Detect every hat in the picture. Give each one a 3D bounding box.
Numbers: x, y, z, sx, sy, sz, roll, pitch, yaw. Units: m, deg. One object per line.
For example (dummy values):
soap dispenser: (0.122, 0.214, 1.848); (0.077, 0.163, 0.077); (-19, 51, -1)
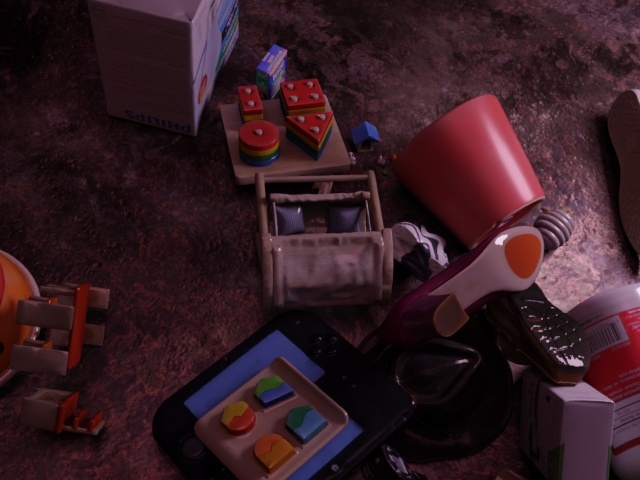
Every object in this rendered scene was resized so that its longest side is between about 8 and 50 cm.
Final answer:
hat: (0.221, 0.254, 1.485); (0.331, 0.134, 0.332); (2, 58, -4)

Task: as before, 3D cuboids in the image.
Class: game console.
game console: (-0.074, 0.314, 1.403); (0.386, 0.060, 0.342); (-36, 48, -22)

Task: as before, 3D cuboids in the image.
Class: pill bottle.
pill bottle: (0.614, 0.303, 1.437); (0.228, 0.229, 0.408); (-9, 61, -10)

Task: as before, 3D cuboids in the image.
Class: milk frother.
milk frother: (0.108, 0.443, 1.388); (0.134, 0.129, 0.143); (-42, 104, 11)

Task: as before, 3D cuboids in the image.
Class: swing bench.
swing bench: (0.000, 0.000, 1.566); (0.253, 0.165, 0.255); (-3, 45, -9)

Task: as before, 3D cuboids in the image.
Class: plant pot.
plant pot: (0.328, -0.132, 1.664); (0.274, 0.275, 0.243); (-27, 75, -20)

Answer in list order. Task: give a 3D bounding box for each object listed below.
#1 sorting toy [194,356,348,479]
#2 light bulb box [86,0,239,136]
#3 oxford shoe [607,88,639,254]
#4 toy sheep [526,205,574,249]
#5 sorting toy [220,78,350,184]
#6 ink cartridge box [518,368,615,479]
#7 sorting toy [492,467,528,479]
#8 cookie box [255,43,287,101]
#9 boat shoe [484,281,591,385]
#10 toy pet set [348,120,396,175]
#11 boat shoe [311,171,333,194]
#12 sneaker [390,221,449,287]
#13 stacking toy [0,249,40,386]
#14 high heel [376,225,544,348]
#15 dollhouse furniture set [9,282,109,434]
sorting toy: (-0.087, 0.314, 1.349); (0.208, 0.038, 0.193); (-38, 55, -24)
light bulb box: (-0.332, -0.495, 1.746); (0.225, 0.361, 0.358); (15, 59, 2)
oxford shoe: (0.763, -0.154, 1.775); (0.130, 0.169, 0.450); (16, 56, -18)
toy sheep: (0.505, -0.023, 1.708); (0.091, 0.091, 0.132); (37, 76, 16)
sorting toy: (-0.084, -0.257, 1.758); (0.257, 0.089, 0.256); (-8, 49, -11)
ink cartridge box: (0.430, 0.330, 1.384); (0.092, 0.219, 0.160); (3, 94, -4)
sorting toy: (0.319, 0.531, 1.387); (0.307, 0.041, 0.229); (31, 66, 13)
cookie box: (-0.117, -0.394, 1.854); (0.040, 0.107, 0.092); (25, 60, 9)
boat shoe: (0.404, 0.180, 1.492); (0.122, 0.120, 0.324); (8, 25, -13)
toy pet set: (0.119, -0.210, 1.791); (0.122, 0.065, 0.114); (-7, 60, -10)
boat shoe: (0.003, -0.114, 1.731); (0.045, 0.050, 0.135); (8, 59, -7)
sneaker: (0.239, 0.055, 1.611); (0.235, 0.094, 0.153); (48, 28, 11)
stacking toy: (-0.695, 0.057, 1.312); (0.350, 0.480, 0.351); (2, 59, -4)
high heel: (0.269, 0.079, 1.489); (0.377, 0.181, 0.127); (-28, 96, -35)
dollhouse furniture set: (-0.444, 0.205, 1.399); (0.135, 0.262, 0.259); (8, 92, -3)
